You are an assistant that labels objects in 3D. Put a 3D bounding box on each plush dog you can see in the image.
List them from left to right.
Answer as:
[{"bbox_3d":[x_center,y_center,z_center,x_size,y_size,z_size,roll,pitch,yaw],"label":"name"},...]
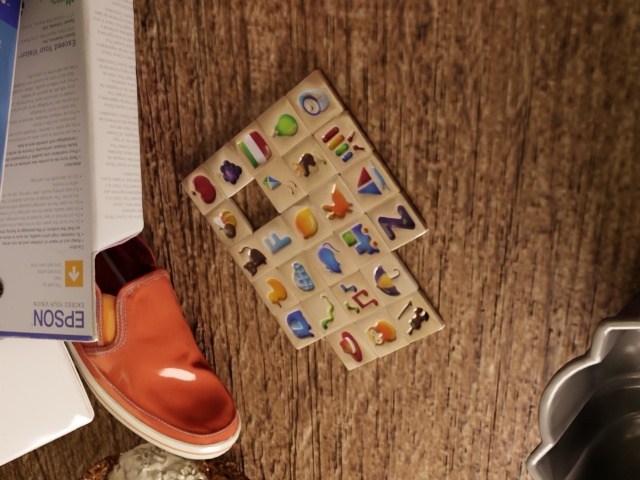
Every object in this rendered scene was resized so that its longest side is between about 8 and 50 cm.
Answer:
[{"bbox_3d":[-0.164,0.335,0.897,0.262,0.210,0.225,-5,98,5],"label":"plush dog"}]

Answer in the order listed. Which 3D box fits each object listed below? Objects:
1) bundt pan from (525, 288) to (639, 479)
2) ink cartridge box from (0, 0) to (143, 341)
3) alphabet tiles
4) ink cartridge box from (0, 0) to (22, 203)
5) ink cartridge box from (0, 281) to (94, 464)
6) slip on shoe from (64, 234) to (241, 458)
[{"bbox_3d":[0.311,0.142,0.501,0.331,0.124,0.330,15,121,26],"label":"bundt pan"},{"bbox_3d":[-0.304,-0.077,0.748,0.324,0.071,0.330,-1,91,33],"label":"ink cartridge box"},{"bbox_3d":[0.000,0.000,0.701,0.198,0.009,0.237,-32,95,39],"label":"alphabet tiles"},{"bbox_3d":[-0.381,-0.072,0.625,0.270,0.151,0.395,-25,55,30],"label":"ink cartridge box"},{"bbox_3d":[-0.382,0.143,0.824,0.283,0.207,0.117,13,124,60],"label":"ink cartridge box"},{"bbox_3d":[-0.189,0.075,0.796,0.101,0.123,0.331,-39,85,35],"label":"slip on shoe"}]
